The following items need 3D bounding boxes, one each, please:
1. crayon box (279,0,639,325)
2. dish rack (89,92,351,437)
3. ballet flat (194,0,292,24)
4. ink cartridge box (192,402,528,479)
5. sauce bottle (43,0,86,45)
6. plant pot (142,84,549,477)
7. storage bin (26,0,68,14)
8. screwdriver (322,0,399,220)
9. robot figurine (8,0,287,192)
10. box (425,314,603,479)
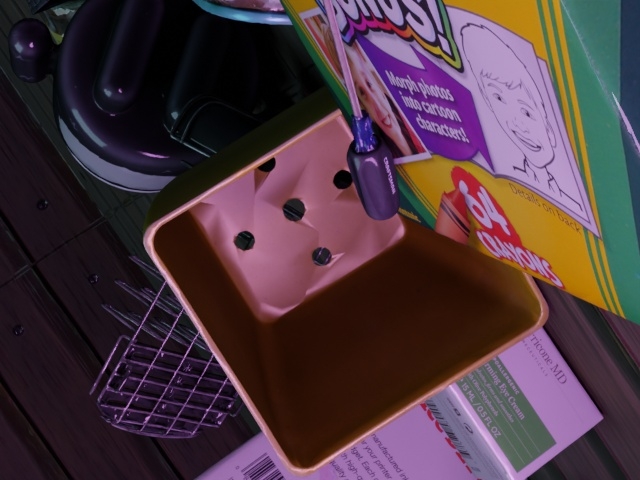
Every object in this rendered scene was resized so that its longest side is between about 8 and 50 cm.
[{"bbox_3d":[0.067,-0.133,0.777,0.313,0.106,0.363,59,169,-20],"label":"crayon box"},{"bbox_3d":[-0.089,0.033,1.399,0.074,0.272,0.208,32,-175,32],"label":"dish rack"},{"bbox_3d":[-0.075,-0.225,1.126,0.147,0.147,0.409,60,165,-24],"label":"ballet flat"},{"bbox_3d":[0.027,0.244,1.586,0.201,0.278,0.117,53,172,7],"label":"ink cartridge box"},{"bbox_3d":[-0.173,-0.139,1.724,0.111,0.111,0.344,44,164,43],"label":"sauce bottle"},{"bbox_3d":[0.000,0.000,1.223,0.212,0.212,0.187,59,176,-21],"label":"plant pot"},{"bbox_3d":[-0.192,-0.253,1.416,0.084,0.122,0.180,68,167,-7],"label":"storage bin"},{"bbox_3d":[0.019,-0.073,0.857,0.024,0.025,0.170,49,159,42],"label":"screwdriver"},{"bbox_3d":[-0.145,-0.130,1.477,0.209,0.173,0.278,57,168,-1],"label":"robot figurine"},{"bbox_3d":[0.133,0.114,1.258,0.101,0.087,0.102,56,168,-3],"label":"box"}]
